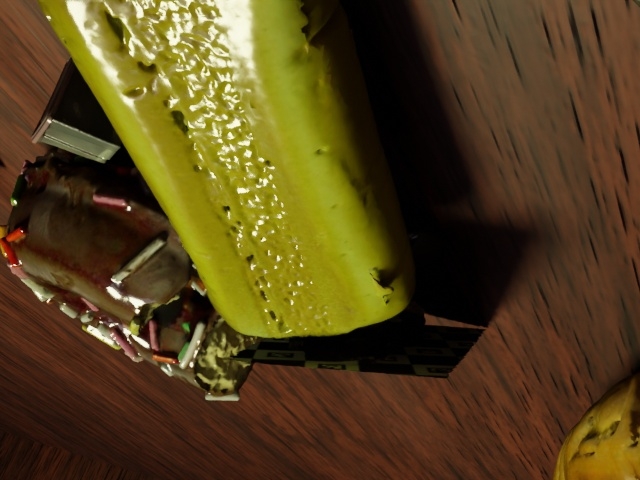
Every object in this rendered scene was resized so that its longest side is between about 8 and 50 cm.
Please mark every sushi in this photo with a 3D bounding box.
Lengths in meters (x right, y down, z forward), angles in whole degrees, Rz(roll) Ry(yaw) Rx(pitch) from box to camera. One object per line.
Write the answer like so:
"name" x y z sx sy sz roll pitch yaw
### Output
"sushi" 0.040 0.072 0.821 0.192 0.043 0.279 2 -177 16

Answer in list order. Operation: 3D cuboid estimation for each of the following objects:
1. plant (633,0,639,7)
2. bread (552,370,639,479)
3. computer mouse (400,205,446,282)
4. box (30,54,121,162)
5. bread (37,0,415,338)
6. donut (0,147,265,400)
"plant" 0.179 -0.130 0.329 0.194 0.132 0.129 26 158 4
"bread" 0.398 0.230 0.856 0.337 0.148 0.328 16 158 10
"computer mouse" 0.000 0.000 0.803 0.217 0.073 0.122 19 155 11
"box" -0.182 -0.109 0.725 0.063 0.084 0.060 27 155 -22
"bread" -0.042 -0.074 0.607 0.166 0.112 0.383 -6 138 15
"donut" -0.200 0.032 0.928 0.259 0.136 0.345 23 160 18
